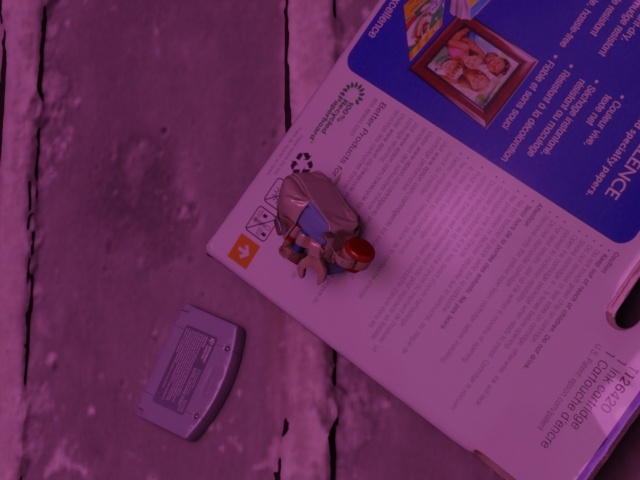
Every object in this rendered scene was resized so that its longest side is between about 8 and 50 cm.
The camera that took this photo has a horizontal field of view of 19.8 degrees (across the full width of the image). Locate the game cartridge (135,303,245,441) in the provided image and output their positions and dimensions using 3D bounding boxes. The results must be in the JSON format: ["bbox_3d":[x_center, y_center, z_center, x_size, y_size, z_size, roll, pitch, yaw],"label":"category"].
[{"bbox_3d":[-0.084,0.089,1.222,0.056,0.017,0.083,22,85,34],"label":"game cartridge"}]

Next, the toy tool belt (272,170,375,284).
[{"bbox_3d":[0.000,0.000,1.121,0.083,0.052,0.051,54,134,32],"label":"toy tool belt"}]

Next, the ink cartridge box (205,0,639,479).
[{"bbox_3d":[0.125,-0.032,1.127,0.307,0.072,0.303,36,91,28],"label":"ink cartridge box"}]
